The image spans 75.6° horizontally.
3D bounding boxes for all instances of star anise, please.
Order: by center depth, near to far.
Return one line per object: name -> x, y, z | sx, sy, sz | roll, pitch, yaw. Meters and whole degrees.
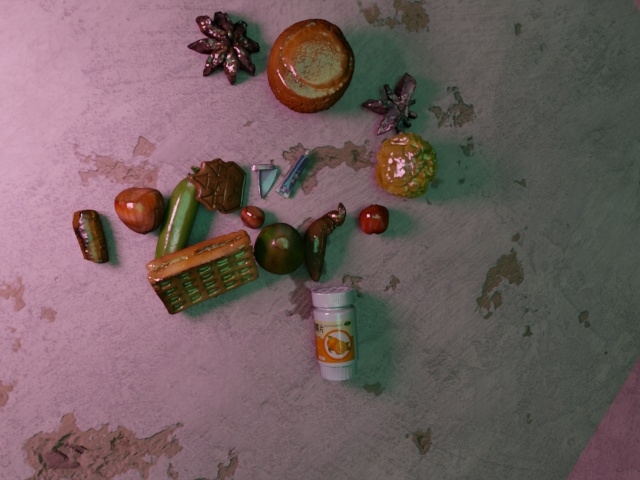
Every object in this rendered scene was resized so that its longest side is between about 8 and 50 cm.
star anise -> -0.316, -0.650, 1.376 | 0.236, 0.109, 0.223 | 12, 93, -21
star anise -> 0.287, -0.505, 1.581 | 0.257, 0.110, 0.198 | -35, 102, -21

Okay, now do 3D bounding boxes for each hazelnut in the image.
hazelnut -> -0.562, -0.096, 1.298 | 0.150, 0.150, 0.150 | -1, 92, -19
hazelnut -> -0.236, -0.080, 1.442 | 0.086, 0.086, 0.086 | -1, 92, -19

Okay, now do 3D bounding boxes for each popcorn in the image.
popcorn -> 0.329, -0.281, 1.559 | 0.225, 0.249, 0.249 | -14, 97, -47

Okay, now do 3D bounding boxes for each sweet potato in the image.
sweet potato -> -0.002, -0.003, 1.511 | 0.124, 0.098, 0.310 | 21, 89, -25

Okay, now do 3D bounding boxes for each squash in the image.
squash -> -0.463, -0.063, 1.350 | 0.101, 0.101, 0.378 | 18, 89, -18

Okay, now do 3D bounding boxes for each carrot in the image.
carrot -> -0.713, -0.010, 1.278 | 0.082, 0.082, 0.173 | -10, 95, -18

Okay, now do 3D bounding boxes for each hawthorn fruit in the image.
hawthorn fruit -> 0.203, -0.079, 1.565 | 0.128, 0.128, 0.128 | -1, 92, -19

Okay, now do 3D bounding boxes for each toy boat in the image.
toy boat -> -0.199, -0.211, 1.474 | 0.096, 0.034, 0.122 | -6, 103, -18

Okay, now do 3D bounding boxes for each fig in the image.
fig -> -0.138, 0.027, 1.419 | 0.181, 0.191, 0.181 | 1, 79, -5

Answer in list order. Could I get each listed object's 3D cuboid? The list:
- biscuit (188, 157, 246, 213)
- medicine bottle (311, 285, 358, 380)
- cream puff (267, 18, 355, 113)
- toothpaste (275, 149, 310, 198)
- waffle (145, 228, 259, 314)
biscuit -> -0.337, -0.183, 1.368 | 0.215, 0.034, 0.182 | 8, 89, -50
medicine bottle -> 0.056, 0.335, 1.509 | 0.158, 0.158, 0.318 | -6, 94, -18
cream puff -> -0.040, -0.584, 1.417 | 0.303, 0.212, 0.303 | -1, 98, -11
toothpaste -> -0.092, -0.247, 1.501 | 0.057, 0.035, 0.197 | 33, 85, -11
waffle -> -0.367, 0.100, 1.329 | 0.328, 0.224, 0.098 | -23, 57, -16
